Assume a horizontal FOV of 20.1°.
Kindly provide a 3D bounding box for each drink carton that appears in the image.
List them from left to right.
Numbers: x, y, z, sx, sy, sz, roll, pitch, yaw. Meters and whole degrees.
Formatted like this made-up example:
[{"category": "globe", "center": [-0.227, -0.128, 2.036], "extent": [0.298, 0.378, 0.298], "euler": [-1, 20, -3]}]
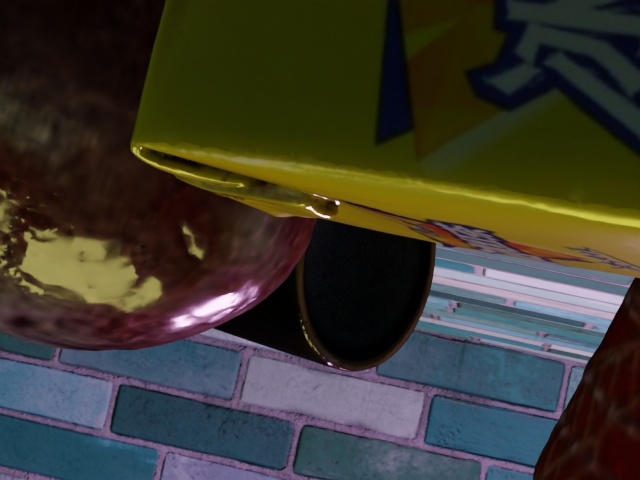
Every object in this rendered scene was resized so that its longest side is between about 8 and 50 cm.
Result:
[{"category": "drink carton", "center": [0.135, -0.061, 0.477], "extent": [0.351, 0.155, 0.111], "euler": [10, 173, 24]}]

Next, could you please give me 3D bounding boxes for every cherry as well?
[{"category": "cherry", "center": [-0.125, -0.057, 0.835], "extent": [0.300, 0.203, 0.230], "euler": [26, 175, -33]}]

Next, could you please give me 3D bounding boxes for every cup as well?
[{"category": "cup", "center": [-0.006, 0.016, 1.440], "extent": [0.177, 0.166, 0.239], "euler": [8, 172, 40]}]

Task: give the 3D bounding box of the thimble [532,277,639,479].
[{"category": "thimble", "center": [0.346, 0.162, 1.284], "extent": [0.350, 0.231, 0.350], "euler": [26, -169, -6]}]
